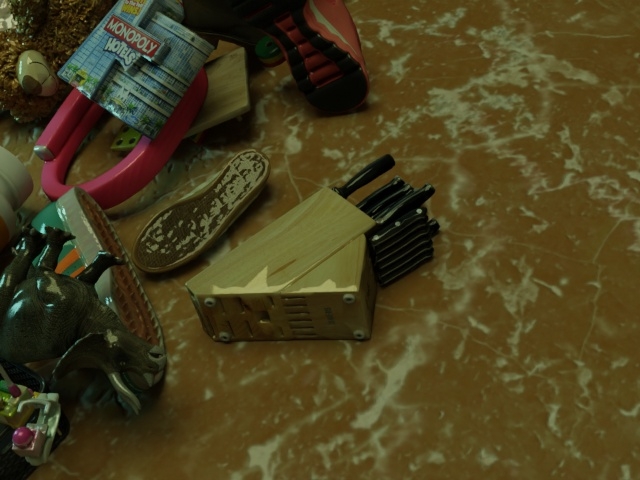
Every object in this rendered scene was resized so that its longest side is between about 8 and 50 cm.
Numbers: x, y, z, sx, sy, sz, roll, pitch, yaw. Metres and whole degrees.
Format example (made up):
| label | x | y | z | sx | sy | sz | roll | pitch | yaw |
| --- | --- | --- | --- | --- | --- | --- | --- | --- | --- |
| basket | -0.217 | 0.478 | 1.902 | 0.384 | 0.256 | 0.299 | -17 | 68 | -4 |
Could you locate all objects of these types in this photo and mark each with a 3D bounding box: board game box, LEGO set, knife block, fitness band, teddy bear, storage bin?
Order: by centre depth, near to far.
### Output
| label | x | y | z | sx | sy | sz | roll | pitch | yaw |
| --- | --- | --- | --- | --- | --- | --- | --- | --- | --- |
| LEGO set | -0.409 | 0.163 | 1.180 | 0.287 | 0.107 | 0.132 | -6 | 46 | 9 |
| storage bin | -0.387 | 0.189 | 1.283 | 0.180 | 0.084 | 0.122 | 23 | 56 | 32 |
| knife block | 0.000 | 0.000 | 1.365 | 0.276 | 0.088 | 0.242 | -2 | 46 | 12 |
| board game box | -0.233 | -0.256 | 1.514 | 0.194 | 0.060 | 0.194 | 35 | 93 | 43 |
| fitness band | -0.273 | -0.162 | 1.570 | 0.209 | 0.054 | 0.290 | 6 | 56 | 35 |
| teddy bear | -0.345 | -0.311 | 1.643 | 0.338 | 0.245 | 0.113 | -37 | 60 | -24 |

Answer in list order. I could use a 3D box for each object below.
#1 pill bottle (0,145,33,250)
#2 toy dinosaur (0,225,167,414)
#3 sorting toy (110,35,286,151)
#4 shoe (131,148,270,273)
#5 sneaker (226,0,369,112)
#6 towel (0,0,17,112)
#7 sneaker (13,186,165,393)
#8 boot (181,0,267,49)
| label | x | y | z | sx | sy | sz | roll | pitch | yaw |
| --- | --- | --- | --- | --- | --- | --- | --- | --- | --- |
| pill bottle | -0.475 | -0.010 | 1.456 | 0.136 | 0.136 | 0.245 | 14 | 52 | 25 |
| toy dinosaur | -0.310 | 0.073 | 1.245 | 0.314 | 0.121 | 0.160 | 8 | 73 | 31 |
| sorting toy | -0.161 | -0.186 | 1.597 | 0.275 | 0.046 | 0.132 | -21 | 44 | 14 |
| shoe | -0.148 | -0.030 | 1.458 | 0.219 | 0.058 | 0.076 | -41 | 82 | -18 |
| sneaker | -0.036 | -0.321 | 1.546 | 0.116 | 0.313 | 0.136 | -20 | 32 | 21 |
| towel | -0.509 | -0.368 | 1.749 | 0.317 | 0.053 | 0.331 | -35 | 81 | -17 |
| sneaker | -0.280 | 0.076 | 1.363 | 0.121 | 0.108 | 0.302 | -35 | 52 | 8 |
| boot | -0.120 | -0.331 | 1.635 | 0.082 | 0.106 | 0.219 | 28 | 25 | 31 |
